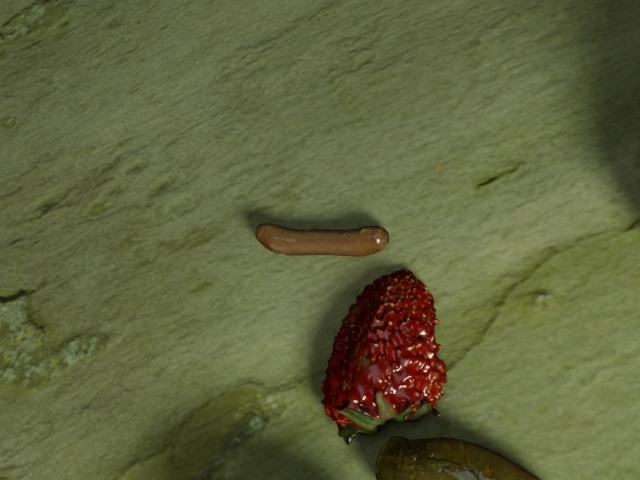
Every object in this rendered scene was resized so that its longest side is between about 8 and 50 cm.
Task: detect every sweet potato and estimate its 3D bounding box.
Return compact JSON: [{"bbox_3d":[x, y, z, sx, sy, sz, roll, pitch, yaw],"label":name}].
[{"bbox_3d":[0.193,0.293,1.284,0.286,0.085,0.112,26,117,21],"label":"sweet potato"}]

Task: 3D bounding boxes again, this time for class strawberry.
[{"bbox_3d":[0.061,0.129,1.401,0.167,0.087,0.208,-21,61,19],"label":"strawberry"}]

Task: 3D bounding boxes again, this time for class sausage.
[{"bbox_3d":[0.000,0.000,1.507,0.186,0.043,0.043,1,71,26],"label":"sausage"}]
